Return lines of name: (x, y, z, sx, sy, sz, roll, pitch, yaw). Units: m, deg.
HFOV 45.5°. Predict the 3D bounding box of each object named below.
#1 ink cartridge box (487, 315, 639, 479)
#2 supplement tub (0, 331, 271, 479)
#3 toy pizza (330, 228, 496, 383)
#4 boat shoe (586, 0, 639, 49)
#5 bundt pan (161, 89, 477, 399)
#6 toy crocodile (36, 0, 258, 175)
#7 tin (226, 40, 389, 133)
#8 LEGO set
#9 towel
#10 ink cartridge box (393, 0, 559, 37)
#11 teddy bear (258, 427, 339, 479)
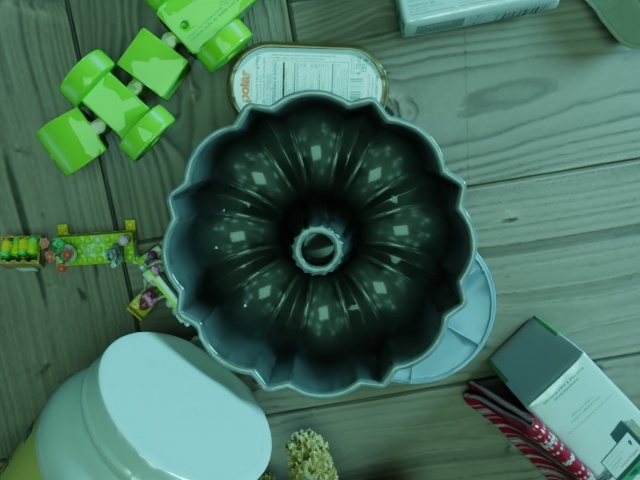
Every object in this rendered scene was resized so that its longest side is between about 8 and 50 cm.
ink cartridge box: (0.321, 0.212, 0.911, 0.092, 0.160, 0.219, -45, 100, 4)
supplement tub: (-0.229, 0.286, 0.831, 0.241, 0.241, 0.331, 36, 111, -8)
toy pizza: (0.113, 0.078, 0.939, 0.201, 0.032, 0.201, 0, 99, 1)
boat shoe: (0.326, -0.315, 0.870, 0.065, 0.075, 0.206, -40, 96, -38)
bundt pan: (0.000, 0.000, 0.846, 0.331, 0.124, 0.330, 0, 101, 2)
toy crocodile: (-0.177, -0.201, 0.848, 0.115, 0.105, 0.340, 42, 92, -9)
tin: (-0.014, -0.177, 0.885, 0.190, 0.040, 0.106, 1, 97, -2)
LEGO set: (-0.235, 0.047, 0.881, 0.287, 0.107, 0.132, 31, 98, -8)
towel: (0.295, 0.285, 0.904, 0.275, 0.199, 0.031, 45, 84, -9)
ink cartridge box: (0.158, -0.356, 0.860, 0.181, 0.056, 0.224, -11, 83, 0)
teddy bear: (-0.027, 0.361, 0.965, 0.338, 0.113, 0.245, -22, 94, 10)
